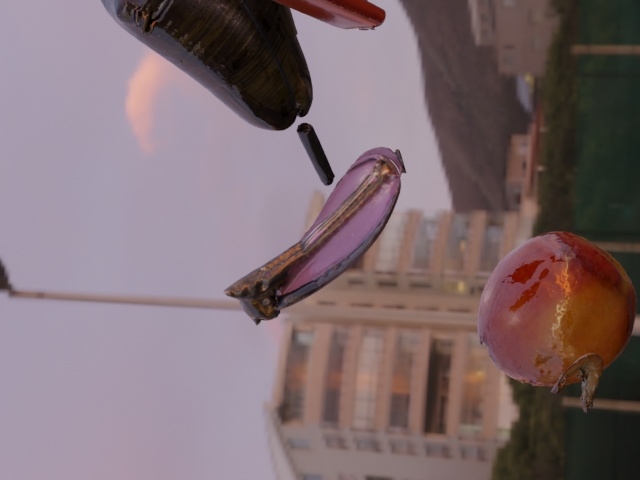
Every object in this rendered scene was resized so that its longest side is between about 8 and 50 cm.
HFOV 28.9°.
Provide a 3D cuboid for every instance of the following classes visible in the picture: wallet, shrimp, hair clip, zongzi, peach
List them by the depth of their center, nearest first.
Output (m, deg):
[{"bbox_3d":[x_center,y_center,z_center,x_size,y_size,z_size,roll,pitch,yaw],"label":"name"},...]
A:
[{"bbox_3d":[0.361,0.207,1.754,0.023,0.083,0.114,49,150,46],"label":"shrimp"},{"bbox_3d":[-0.020,-0.360,1.806,0.142,0.204,0.045,16,88,60],"label":"wallet"},{"bbox_3d":[0.001,0.002,1.873,0.095,0.359,0.110,45,-164,-17],"label":"hair clip"},{"bbox_3d":[0.390,0.122,2.074,0.238,0.281,0.281,24,-113,-50],"label":"peach"},{"bbox_3d":[-0.093,-0.441,2.113,0.403,0.208,0.432,38,-92,-28],"label":"zongzi"}]

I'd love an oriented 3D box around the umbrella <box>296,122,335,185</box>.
[{"bbox_3d":[-0.007,-0.151,2.199,0.036,0.031,0.133,-87,-24,-49],"label":"umbrella"}]
